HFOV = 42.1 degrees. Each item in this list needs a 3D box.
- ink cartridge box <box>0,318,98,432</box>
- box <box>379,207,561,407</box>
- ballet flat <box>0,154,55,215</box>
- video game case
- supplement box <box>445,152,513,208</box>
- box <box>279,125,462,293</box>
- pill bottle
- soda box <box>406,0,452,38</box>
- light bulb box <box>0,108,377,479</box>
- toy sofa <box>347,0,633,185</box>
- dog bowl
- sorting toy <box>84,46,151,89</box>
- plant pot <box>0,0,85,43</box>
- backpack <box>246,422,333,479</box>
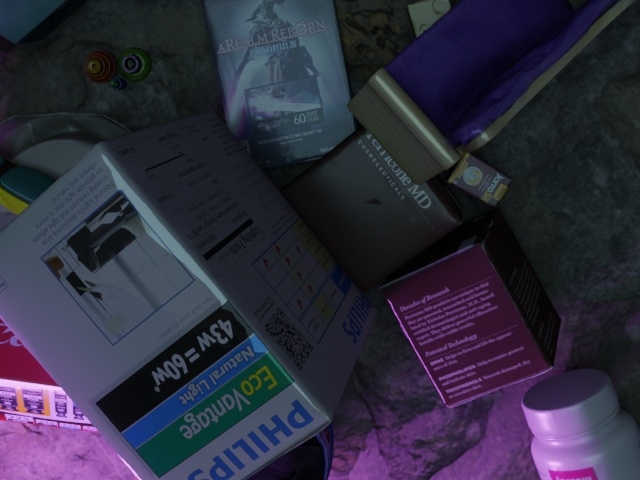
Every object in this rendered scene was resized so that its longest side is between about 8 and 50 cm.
[{"bbox_3d":[-0.401,0.168,1.187,0.309,0.272,0.130,10,59,-10],"label":"ink cartridge box"},{"bbox_3d":[0.220,0.094,1.190,0.167,0.168,0.203,-27,96,26],"label":"box"},{"bbox_3d":[-0.460,-0.082,1.192,0.231,0.077,0.077,31,122,2],"label":"ballet flat"},{"bbox_3d":[-0.057,-0.250,1.245,0.196,0.026,0.274,-10,100,7],"label":"video game case"},{"bbox_3d":[0.235,-0.091,1.235,0.083,0.043,0.055,30,101,-1],"label":"supplement box"},{"bbox_3d":[0.000,0.000,1.212,0.381,0.143,0.191,-38,95,14],"label":"box"},{"bbox_3d":[0.412,0.347,1.238,0.160,0.160,0.283,-22,97,9],"label":"pill bottle"},{"bbox_3d":[0.179,-0.260,1.203,0.061,0.058,0.181,-16,99,8],"label":"soda box"},{"bbox_3d":[-0.146,0.062,0.995,0.225,0.358,0.361,-38,94,18],"label":"light bulb box"},{"bbox_3d":[0.221,-0.248,1.065,0.362,0.177,0.150,-43,94,-21],"label":"toy sofa"},{"bbox_3d":[-0.373,-0.032,1.273,0.349,0.102,0.348,1,101,5],"label":"dog bowl"},{"bbox_3d":[-0.311,-0.260,1.257,0.102,0.042,0.061,-5,100,6],"label":"sorting toy"},{"bbox_3d":[-0.460,-0.409,1.189,0.166,0.165,0.234,-37,103,10],"label":"plant pot"},{"bbox_3d":[-0.112,0.327,1.260,0.263,0.213,0.276,14,107,11],"label":"backpack"}]
